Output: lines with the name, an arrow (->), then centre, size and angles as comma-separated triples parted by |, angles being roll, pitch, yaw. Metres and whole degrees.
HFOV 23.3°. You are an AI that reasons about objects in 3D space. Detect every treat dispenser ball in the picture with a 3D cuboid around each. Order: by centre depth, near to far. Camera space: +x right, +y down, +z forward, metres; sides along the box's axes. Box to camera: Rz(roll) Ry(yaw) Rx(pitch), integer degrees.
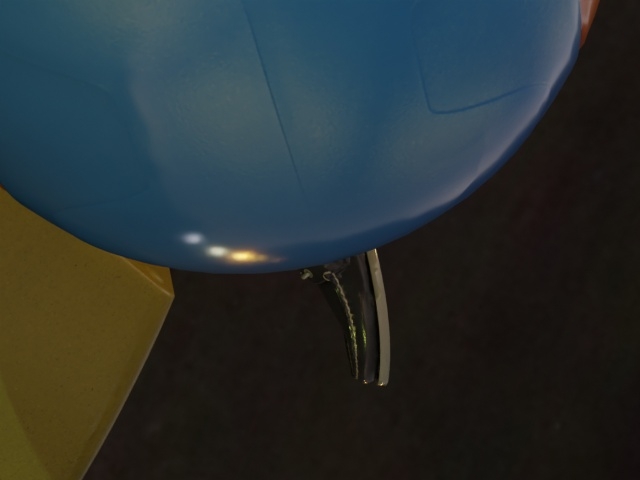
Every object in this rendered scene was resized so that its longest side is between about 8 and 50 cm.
treat dispenser ball -> -0.032, -0.130, 0.599 | 0.288, 0.288, 0.288 | -55, 162, -28

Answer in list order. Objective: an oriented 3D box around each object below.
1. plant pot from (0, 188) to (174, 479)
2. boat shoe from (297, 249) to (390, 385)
plant pot -> -0.205, 0.036, 0.947 | 0.187, 0.212, 0.212 | -46, -161, 7
boat shoe -> 0.000, 0.000, 1.031 | 0.075, 0.065, 0.206 | 118, -40, -80
